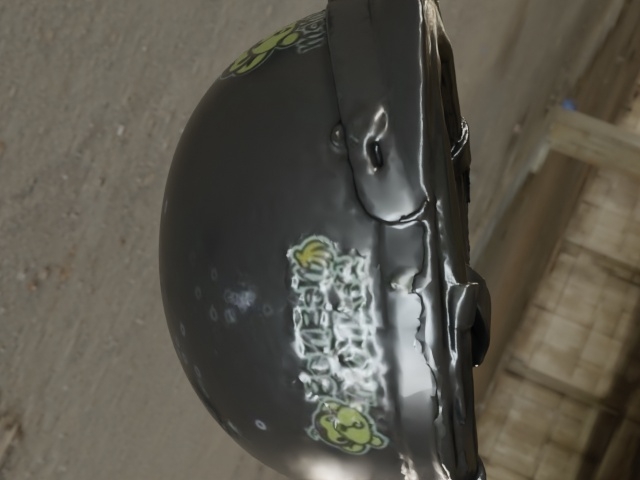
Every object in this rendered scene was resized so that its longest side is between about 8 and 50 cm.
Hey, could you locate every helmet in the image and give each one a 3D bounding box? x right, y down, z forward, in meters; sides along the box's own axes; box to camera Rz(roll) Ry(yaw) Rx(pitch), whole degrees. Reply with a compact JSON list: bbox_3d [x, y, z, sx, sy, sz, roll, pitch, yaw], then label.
[{"bbox_3d":[0.000,0.000,0.560,0.230,0.160,0.279,-72,153,-65],"label":"helmet"}]
